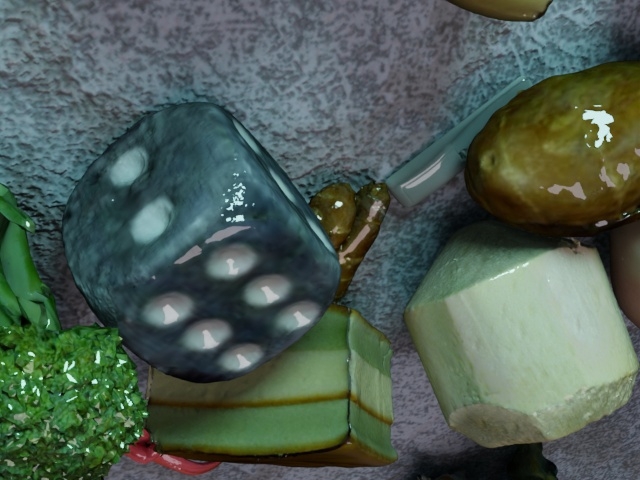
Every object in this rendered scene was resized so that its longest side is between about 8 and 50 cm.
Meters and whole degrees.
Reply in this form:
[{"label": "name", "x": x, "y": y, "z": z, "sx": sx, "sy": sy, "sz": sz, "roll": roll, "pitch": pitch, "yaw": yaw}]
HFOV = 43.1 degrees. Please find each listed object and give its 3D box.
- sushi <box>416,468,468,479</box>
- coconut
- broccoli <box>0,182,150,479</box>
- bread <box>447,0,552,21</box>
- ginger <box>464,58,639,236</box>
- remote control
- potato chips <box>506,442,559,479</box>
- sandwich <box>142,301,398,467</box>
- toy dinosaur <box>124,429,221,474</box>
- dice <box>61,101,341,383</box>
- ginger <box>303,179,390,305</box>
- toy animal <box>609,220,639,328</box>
[{"label": "sushi", "x": 0.197, "y": 0.467, "z": 1.261, "sx": 0.140, "sy": 0.184, "sz": 0.274, "roll": -7, "pitch": 126, "yaw": -26}, {"label": "coconut", "x": 0.218, "y": 0.093, "z": 0.916, "sx": 0.239, "sy": 0.244, "sz": 0.239, "roll": -22, "pitch": 175, "yaw": -2}, {"label": "broccoli", "x": -0.321, "y": 0.099, "z": 0.616, "sx": 0.414, "sy": 0.310, "sz": 0.321, "roll": 13, "pitch": 129, "yaw": 14}, {"label": "bread", "x": 0.110, "y": -0.295, "z": 0.590, "sx": 0.156, "sy": 0.158, "sz": 0.260, "roll": 0, "pitch": 129, "yaw": -12}, {"label": "ginger", "x": 0.304, "y": -0.098, "z": 0.816, "sx": 0.321, "sy": 0.172, "sz": 0.165, "roll": -15, "pitch": 94, "yaw": -20}, {"label": "remote control", "x": 0.152, "y": -0.099, "z": 0.852, "sx": 0.184, "sy": 0.027, "sz": 0.050, "roll": -38, "pitch": 136, "yaw": 9}, {"label": "potato chips", "x": 0.308, "y": 0.491, "z": 1.241, "sx": 0.070, "sy": 0.358, "sz": 0.429, "roll": 7, "pitch": 157, "yaw": 1}, {"label": "sandwich", "x": -0.043, "y": 0.172, "z": 0.896, "sx": 0.228, "sy": 0.155, "sz": 0.198, "roll": -5, "pitch": 159, "yaw": 19}, {"label": "toy dinosaur", "x": -0.242, "y": 0.242, "z": 0.950, "sx": 0.139, "sy": 0.070, "sz": 0.286, "roll": -30, "pitch": 139, "yaw": 16}, {"label": "dice", "x": -0.103, "y": 0.003, "z": 0.716, "sx": 0.181, "sy": 0.183, "sz": 0.182, "roll": -38, "pitch": 136, "yaw": 7}, {"label": "ginger", "x": 0.000, "y": 0.000, "z": 0.840, "sx": 0.103, "sy": 0.073, "sz": 0.162, "roll": 5, "pitch": 121, "yaw": -45}, {"label": "toy animal", "x": 0.461, "y": 0.024, "z": 0.981, "sx": 0.213, "sy": 0.195, "sz": 0.256, "roll": -24, "pitch": 139, "yaw": 7}]
